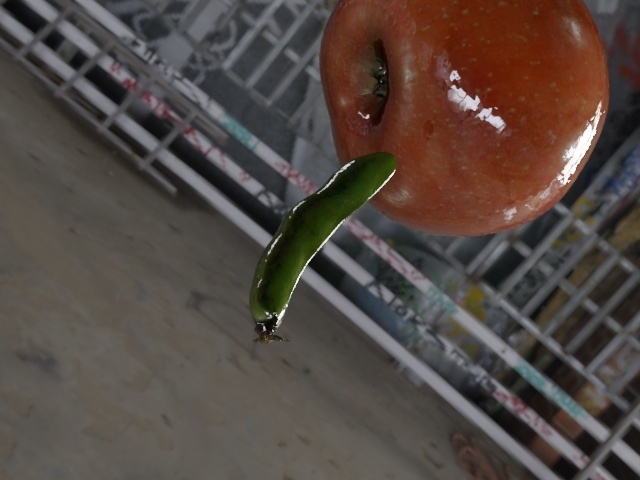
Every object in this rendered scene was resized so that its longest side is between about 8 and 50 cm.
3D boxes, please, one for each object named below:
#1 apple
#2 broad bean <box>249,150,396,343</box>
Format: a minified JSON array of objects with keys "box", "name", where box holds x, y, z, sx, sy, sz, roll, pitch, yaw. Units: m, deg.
[{"box":[0.153,-0.172,1.126,0.277,0.348,0.348,-6,38,-30],"name":"apple"},{"box":[-0.005,-0.001,0.866,0.069,0.227,0.039,15,-33,26],"name":"broad bean"}]
